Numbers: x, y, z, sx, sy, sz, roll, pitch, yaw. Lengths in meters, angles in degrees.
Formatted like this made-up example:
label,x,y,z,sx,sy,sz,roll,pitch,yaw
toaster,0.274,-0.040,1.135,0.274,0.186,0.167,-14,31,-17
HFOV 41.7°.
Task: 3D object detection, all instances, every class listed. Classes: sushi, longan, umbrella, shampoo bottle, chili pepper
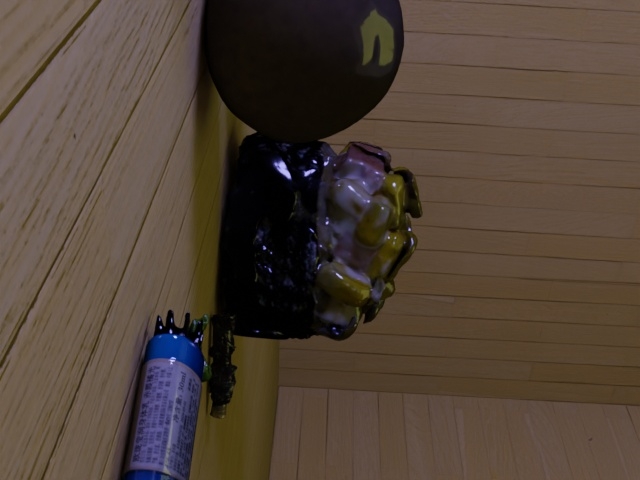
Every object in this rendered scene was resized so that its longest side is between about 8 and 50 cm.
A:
label,x,y,z,sx,sy,sz,roll,pitch,yaw
sushi,0.000,0.000,1.306,0.328,0.285,0.327,98,-5,-78
longan,-0.027,-0.234,0.935,0.248,0.248,0.248,3,90,-90
umbrella,-0.132,0.169,1.135,0.037,0.040,0.143,-145,-122,-76
shampoo bottle,-0.125,0.144,0.675,0.087,0.050,0.183,89,4,-57
chili pepper,-0.137,0.123,0.932,0.030,0.034,0.091,41,-42,47
